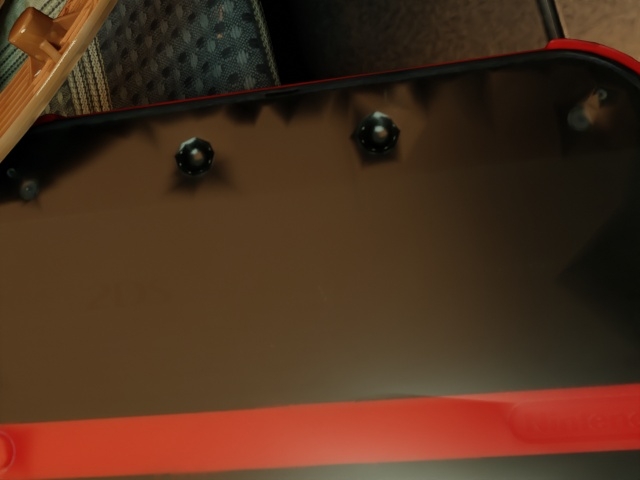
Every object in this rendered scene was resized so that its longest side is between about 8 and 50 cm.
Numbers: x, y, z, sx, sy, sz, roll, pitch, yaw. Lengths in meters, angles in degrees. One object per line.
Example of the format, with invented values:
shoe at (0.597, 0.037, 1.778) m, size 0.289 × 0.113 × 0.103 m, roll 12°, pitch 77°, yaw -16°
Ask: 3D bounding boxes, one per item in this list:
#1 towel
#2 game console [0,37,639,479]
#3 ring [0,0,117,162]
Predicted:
towel at (-0.142, -0.078, 0.715) m, size 0.324 × 0.056 × 0.312 m, roll -30°, pitch 69°, yaw 40°
game console at (-0.002, 0.085, 0.517) m, size 0.386 × 0.060 × 0.342 m, roll -6°, pitch 81°, yaw 15°
ring at (-0.178, -0.159, 0.635) m, size 0.336 × 0.032 × 0.337 m, roll -36°, pitch 36°, yaw 33°
